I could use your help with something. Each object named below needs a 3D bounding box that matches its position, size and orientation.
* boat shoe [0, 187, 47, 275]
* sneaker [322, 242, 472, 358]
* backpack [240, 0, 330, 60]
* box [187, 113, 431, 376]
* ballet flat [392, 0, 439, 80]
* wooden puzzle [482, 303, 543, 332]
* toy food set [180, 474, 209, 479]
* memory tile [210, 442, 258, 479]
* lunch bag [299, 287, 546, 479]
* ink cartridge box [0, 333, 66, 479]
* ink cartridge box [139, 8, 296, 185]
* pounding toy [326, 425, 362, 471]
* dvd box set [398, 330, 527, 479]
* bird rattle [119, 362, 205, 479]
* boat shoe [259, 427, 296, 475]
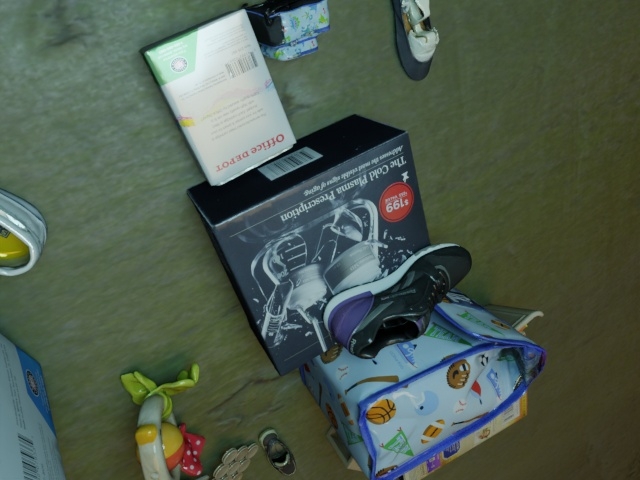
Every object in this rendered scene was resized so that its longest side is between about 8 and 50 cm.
[{"bbox_3d":[-0.524,-0.044,0.601,0.367,0.156,0.136,33,94,-34],"label":"boat shoe"},{"bbox_3d":[0.154,0.108,0.823,0.283,0.124,0.107,-27,123,-15],"label":"sneaker"},{"bbox_3d":[-0.044,-0.326,0.761,0.114,0.105,0.084,-30,129,-22],"label":"backpack"},{"bbox_3d":[0.000,0.000,0.877,0.343,0.179,0.313,-28,122,-14],"label":"box"},{"bbox_3d":[0.166,-0.374,0.867,0.074,0.074,0.203,-27,121,-15],"label":"ballet flat"},{"bbox_3d":[0.363,0.226,1.145,0.238,0.221,0.044,-33,92,-9],"label":"wooden puzzle"},{"bbox_3d":[-0.317,0.551,1.023,0.128,0.071,0.218,-1,118,-57],"label":"toy food set"},{"bbox_3d":[-0.196,0.496,1.063,0.148,0.012,0.113,-60,148,5],"label":"memory tile"},{"bbox_3d":[0.177,0.211,0.973,0.385,0.328,0.239,-19,118,-17],"label":"lunch bag"},{"bbox_3d":[-0.470,0.219,0.580,0.166,0.286,0.395,-24,147,-16],"label":"ink cartridge box"},{"bbox_3d":[-0.150,-0.214,0.760,0.154,0.093,0.213,-30,120,-12],"label":"ink cartridge box"},{"bbox_3d":[0.111,0.443,1.152,0.100,0.130,0.141,27,97,-33],"label":"pounding toy"},{"bbox_3d":[0.365,0.434,1.321,0.420,0.062,0.308,-23,120,-17],"label":"dvd box set"},{"bbox_3d":[-0.283,0.352,0.880,0.142,0.207,0.254,-2,103,-7],"label":"bird rattle"},{"bbox_3d":[-0.091,0.482,1.113,0.056,0.049,0.152,-33,123,-11],"label":"boat shoe"}]
